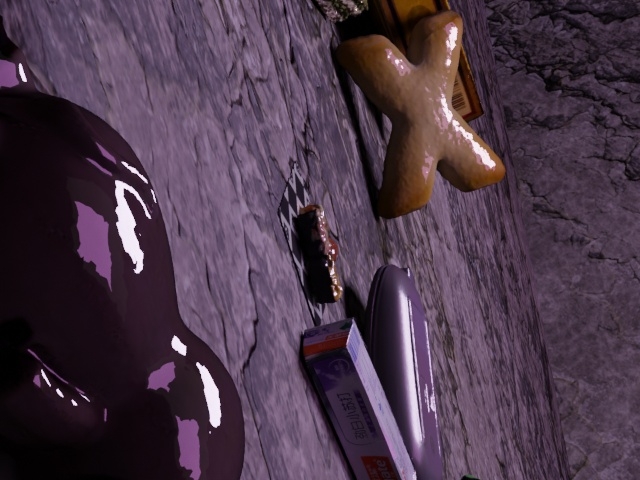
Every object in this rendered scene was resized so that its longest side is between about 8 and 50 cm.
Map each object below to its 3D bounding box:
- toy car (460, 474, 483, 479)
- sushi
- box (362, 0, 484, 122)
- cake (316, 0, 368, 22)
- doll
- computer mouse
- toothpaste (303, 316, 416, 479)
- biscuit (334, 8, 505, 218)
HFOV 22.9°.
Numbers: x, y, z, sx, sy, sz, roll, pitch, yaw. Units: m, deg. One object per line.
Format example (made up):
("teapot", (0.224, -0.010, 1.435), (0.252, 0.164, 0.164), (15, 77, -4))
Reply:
("toy car", (0.211, 0.372, 1.574), (0.359, 0.213, 0.176), (-78, -173, -55))
("sushi", (0.000, 0.000, 1.397), (0.126, 0.026, 0.120), (-74, 148, -66))
("box", (0.092, -0.292, 1.877), (0.193, 0.084, 0.301), (-115, 180, -45))
("cake", (0.017, -0.268, 1.688), (0.140, 0.051, 0.055), (-20, 94, -80))
("doll", (-0.109, 0.040, 0.662), (0.182, 0.117, 0.257), (-73, 147, -63))
("computer mouse", (0.075, 0.138, 1.517), (0.120, 0.057, 0.232), (50, 32, -64))
("toothpaste", (0.036, 0.151, 1.351), (0.040, 0.047, 0.196), (-92, 164, -53))
("biscuit", (0.113, -0.142, 1.768), (0.047, 0.164, 0.208), (9, -63, 70))
